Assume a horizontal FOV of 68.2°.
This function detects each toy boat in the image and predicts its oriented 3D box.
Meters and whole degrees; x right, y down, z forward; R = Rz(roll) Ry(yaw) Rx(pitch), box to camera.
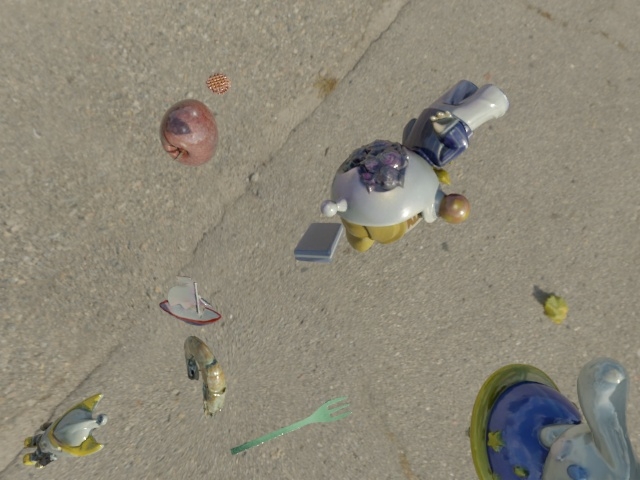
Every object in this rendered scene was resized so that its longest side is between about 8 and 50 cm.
[{"bbox_3d":[-0.493,0.222,1.702,0.219,0.318,0.071,-1,55,15],"label":"toy boat"}]

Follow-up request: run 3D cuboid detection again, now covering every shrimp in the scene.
[{"bbox_3d":[-0.400,0.472,1.615,0.085,0.359,0.247,-24,39,-35],"label":"shrimp"}]

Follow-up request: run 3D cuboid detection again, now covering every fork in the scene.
[{"bbox_3d":[-0.051,0.337,0.857,0.235,0.021,0.039,-12,68,-25],"label":"fork"}]

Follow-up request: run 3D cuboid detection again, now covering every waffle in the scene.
[{"bbox_3d":[-0.349,-0.539,1.625,0.083,0.029,0.075,28,75,8],"label":"waffle"}]

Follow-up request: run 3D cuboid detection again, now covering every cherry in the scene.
[{"bbox_3d":[-0.484,-0.391,1.755,0.213,0.236,0.285,20,55,-9],"label":"cherry"}]

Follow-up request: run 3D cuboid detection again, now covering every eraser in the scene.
[{"bbox_3d":[0.000,0.000,1.101,0.082,0.225,0.036,2,110,9],"label":"eraser"}]

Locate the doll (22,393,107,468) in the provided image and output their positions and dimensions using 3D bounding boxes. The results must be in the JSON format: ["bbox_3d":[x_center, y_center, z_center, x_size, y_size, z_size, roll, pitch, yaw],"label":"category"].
[{"bbox_3d":[-0.731,0.553,1.355,0.103,0.317,0.145,50,23,-30],"label":"doll"}]

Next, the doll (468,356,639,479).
[{"bbox_3d":[0.298,0.296,0.569,0.160,0.243,0.310,4,76,-30],"label":"doll"}]

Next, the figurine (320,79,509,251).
[{"bbox_3d":[0.131,-0.102,0.616,0.275,0.133,0.193,-31,45,9],"label":"figurine"}]
